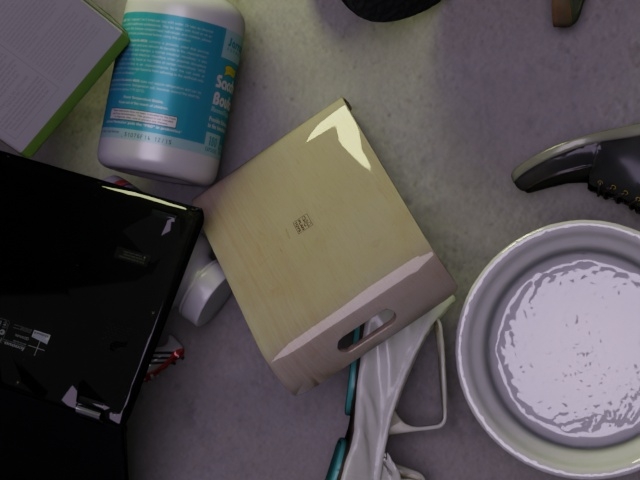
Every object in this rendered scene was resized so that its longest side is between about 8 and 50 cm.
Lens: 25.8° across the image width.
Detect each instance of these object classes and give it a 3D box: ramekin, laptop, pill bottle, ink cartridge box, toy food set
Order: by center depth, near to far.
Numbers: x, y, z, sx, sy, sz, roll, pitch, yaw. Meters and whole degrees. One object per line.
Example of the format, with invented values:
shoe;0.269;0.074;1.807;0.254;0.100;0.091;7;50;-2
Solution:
ramekin;0.295;0.121;1.552;0.277;0.135;0.277;-1;86;12
ink cartridge box;-0.372;-0.242;1.566;0.189;0.255;0.097;-49;40;3
toy food set;0.000;0.000;1.604;0.220;0.092;0.306;-34;55;7
pill bottle;-0.172;-0.204;1.665;0.146;0.146;0.264;10;88;12
laptop;-0.356;0.133;1.672;0.382;0.236;0.408;16;76;13
pill bottle;-0.199;0.017;1.672;0.193;0.108;0.108;35;93;12

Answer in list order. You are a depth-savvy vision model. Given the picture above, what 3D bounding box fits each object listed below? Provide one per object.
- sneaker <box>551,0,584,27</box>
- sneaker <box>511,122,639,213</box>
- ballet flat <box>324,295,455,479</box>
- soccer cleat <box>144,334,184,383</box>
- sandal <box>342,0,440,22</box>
sneaker;0.317;-0.341;1.619;0.086;0.064;0.192;4;83;16
sneaker;0.335;-0.063;1.585;0.222;0.083;0.118;-15;83;9
ballet flat;0.073;0.227;1.597;0.139;0.139;0.400;11;84;12
soccer cleat;-0.205;0.148;1.704;0.083;0.029;0.035;-34;71;4
sandal;0.173;-0.433;1.630;0.446;0.167;0.107;-48;53;-3
